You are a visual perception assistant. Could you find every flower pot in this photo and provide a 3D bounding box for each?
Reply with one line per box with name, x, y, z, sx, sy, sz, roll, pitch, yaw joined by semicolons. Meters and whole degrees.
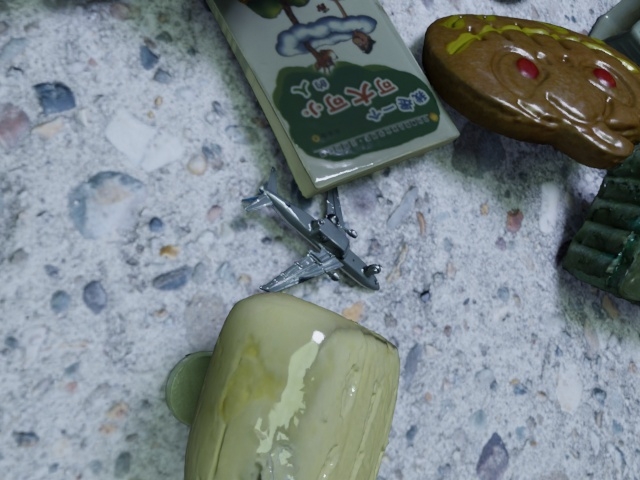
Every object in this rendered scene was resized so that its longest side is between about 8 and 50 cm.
flower pot;0.669;-0.396;0.838;0.189;0.239;0.209;41;94;-11

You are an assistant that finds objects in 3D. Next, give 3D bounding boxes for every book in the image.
book;0.010;-0.264;0.623;0.260;0.043;0.371;-25;81;-24

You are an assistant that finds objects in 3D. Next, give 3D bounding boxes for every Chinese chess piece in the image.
Chinese chess piece;-0.134;0.169;0.506;0.084;0.034;0.084;4;80;-22

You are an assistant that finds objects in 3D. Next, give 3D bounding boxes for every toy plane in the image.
toy plane;0.000;-0.002;0.581;0.226;0.058;0.226;34;53;-11

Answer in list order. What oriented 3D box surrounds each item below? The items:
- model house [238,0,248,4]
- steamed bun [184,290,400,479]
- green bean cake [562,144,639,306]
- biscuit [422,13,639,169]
model house;-0.049;-0.417;0.549;0.178;0.206;0.271;21;99;-7
steamed bun;-0.034;0.175;0.446;0.273;0.166;0.232;38;67;-57
green bean cake;0.555;-0.010;0.718;0.241;0.132;0.255;17;98;-16
biscuit;0.359;-0.252;0.686;0.394;0.070;0.350;-6;54;-19
